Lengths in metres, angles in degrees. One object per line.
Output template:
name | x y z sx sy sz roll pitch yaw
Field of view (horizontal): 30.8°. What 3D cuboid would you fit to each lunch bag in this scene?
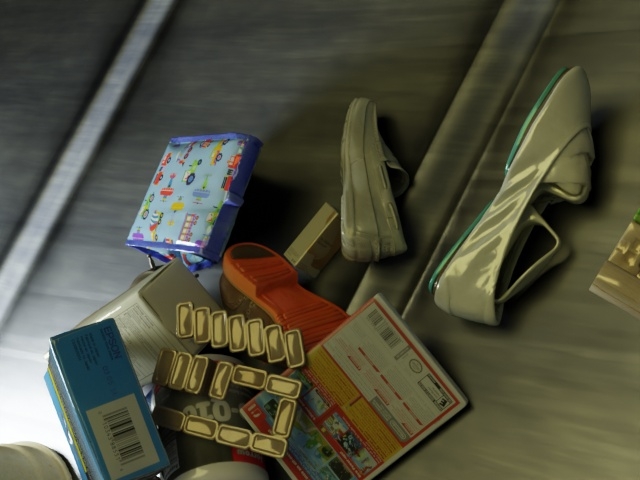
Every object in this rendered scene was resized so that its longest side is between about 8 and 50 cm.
lunch bag | -0.201 -0.070 2.012 0.293 0.138 0.221 -4 62 65

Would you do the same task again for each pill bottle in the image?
pill bottle | -0.167 0.335 1.812 0.161 0.161 0.283 -32 50 23

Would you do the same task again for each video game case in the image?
video game case | 0.045 0.242 1.700 0.285 0.025 0.204 -41 83 16

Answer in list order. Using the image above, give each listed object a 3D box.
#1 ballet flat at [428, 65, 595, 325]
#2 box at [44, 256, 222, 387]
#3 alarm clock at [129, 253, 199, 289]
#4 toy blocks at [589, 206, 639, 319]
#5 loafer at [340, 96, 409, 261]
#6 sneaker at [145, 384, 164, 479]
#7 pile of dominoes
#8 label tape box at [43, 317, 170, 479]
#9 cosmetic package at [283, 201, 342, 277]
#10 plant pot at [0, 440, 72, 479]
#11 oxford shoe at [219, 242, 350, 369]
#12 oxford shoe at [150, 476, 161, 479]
ballet flat | 0.308 -0.052 1.661 0.139 0.139 0.400 35 96 45
box | -0.318 0.167 1.977 0.311 0.148 0.121 -30 12 40
alarm clock | -0.283 0.129 2.065 0.129 0.064 0.192 21 114 20
toy blocks | 0.517 0.001 1.409 0.260 0.309 0.288 31 102 13
loafer | 0.088 -0.101 1.889 0.111 0.112 0.319 0 57 0
sneaker | -0.262 0.334 1.963 0.081 0.080 0.211 -43 36 23
pile of dominoes | -0.133 0.207 1.748 0.251 0.040 0.196 11 78 25
label tape box | -0.346 0.277 1.838 0.240 0.106 0.334 67 161 9
cosmetic package | 0.000 0.000 1.926 0.115 0.060 0.041 -52 46 8
plant pot | -0.655 0.474 2.028 0.334 0.305 0.334 -15 59 26
oxford shoe | -0.042 0.156 1.861 0.364 0.130 0.133 48 134 38
oxford shoe | -0.281 0.468 1.899 0.076 0.076 0.212 -44 48 11
